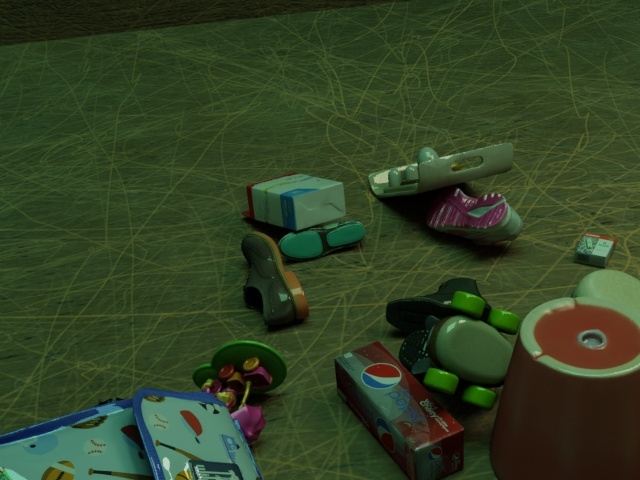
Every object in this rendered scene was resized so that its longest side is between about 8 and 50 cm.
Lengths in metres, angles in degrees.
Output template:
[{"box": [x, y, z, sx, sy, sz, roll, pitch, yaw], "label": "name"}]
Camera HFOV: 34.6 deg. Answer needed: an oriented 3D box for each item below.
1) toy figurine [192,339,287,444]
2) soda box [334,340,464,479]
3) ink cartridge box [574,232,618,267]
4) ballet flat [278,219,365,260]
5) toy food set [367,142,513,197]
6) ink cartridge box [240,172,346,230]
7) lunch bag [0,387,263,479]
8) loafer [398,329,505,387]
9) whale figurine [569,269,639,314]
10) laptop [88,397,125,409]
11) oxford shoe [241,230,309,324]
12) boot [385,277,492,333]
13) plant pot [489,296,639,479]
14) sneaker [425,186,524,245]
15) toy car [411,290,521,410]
[{"box": [-0.146, 0.270, 1.684, 0.173, 0.130, 0.159, -17, 37, 21], "label": "toy figurine"}, {"box": [0.123, 0.273, 1.653, 0.092, 0.084, 0.263, -18, 35, -21], "label": "soda box"}, {"box": [0.560, 0.010, 2.079, 0.062, 0.029, 0.115, 12, 36, 25], "label": "ink cartridge box"}, {"box": [0.000, 0.000, 2.144, 0.188, 0.070, 0.070, -9, 32, -12], "label": "ballet flat"}, {"box": [0.255, -0.164, 2.245, 0.219, 0.093, 0.306, -14, 5, -17], "label": "toy food set"}, {"box": [-0.066, -0.088, 2.211, 0.134, 0.078, 0.231, -18, 19, -32], "label": "ink cartridge box"}, {"box": [-0.244, 0.383, 1.332, 0.385, 0.239, 0.328, -12, 52, -23], "label": "lunch bag"}, {"box": [0.228, 0.216, 1.758, 0.220, 0.078, 0.080, 14, 67, 45], "label": "loafer"}, {"box": [0.551, 0.161, 1.772, 0.271, 0.141, 0.216, 19, 31, -9], "label": "whale figurine"}, {"box": [-0.328, 0.376, 1.609, 0.264, 0.137, 0.234, -28, 30, 11], "label": "laptop"}, {"box": [-0.116, 0.069, 2.005, 0.098, 0.097, 0.271, -20, 35, -14], "label": "oxford shoe"}, {"box": [0.213, 0.115, 1.923, 0.197, 0.077, 0.137, 6, 26, -8], "label": "boot"}, {"box": [0.391, 0.236, 1.533, 0.274, 0.243, 0.275, -2, 32, 1], "label": "plant pot"}, {"box": [0.319, -0.039, 2.134, 0.252, 0.111, 0.103, 17, 74, 57], "label": "sneaker"}, {"box": [0.206, 0.171, 1.656, 0.148, 0.155, 0.188, 25, -11, -25], "label": "toy car"}]
